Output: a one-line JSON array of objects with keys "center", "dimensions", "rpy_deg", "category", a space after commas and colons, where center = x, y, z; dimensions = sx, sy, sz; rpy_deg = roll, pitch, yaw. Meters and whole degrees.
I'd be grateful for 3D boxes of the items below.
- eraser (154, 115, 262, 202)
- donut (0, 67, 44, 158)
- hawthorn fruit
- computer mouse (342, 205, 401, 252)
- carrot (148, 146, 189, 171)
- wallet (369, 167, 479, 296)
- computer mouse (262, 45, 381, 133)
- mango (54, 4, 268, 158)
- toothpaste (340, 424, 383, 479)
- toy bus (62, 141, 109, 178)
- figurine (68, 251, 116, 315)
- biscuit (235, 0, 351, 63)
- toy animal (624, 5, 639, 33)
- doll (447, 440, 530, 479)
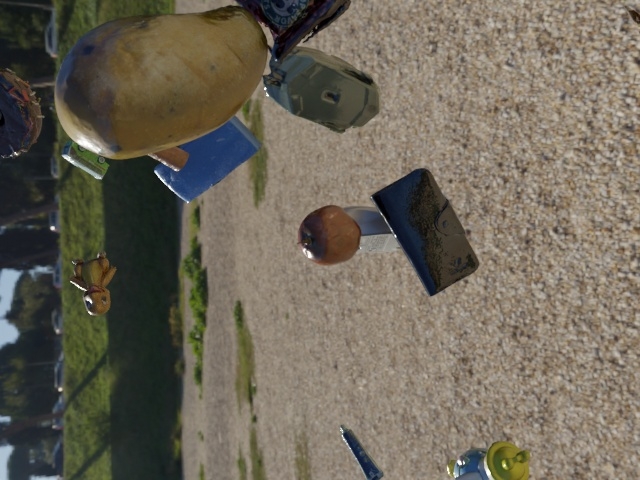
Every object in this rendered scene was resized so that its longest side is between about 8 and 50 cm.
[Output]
[{"center": [-0.324, -0.232, 1.592], "dimensions": [0.311, 0.144, 0.043], "rpy_deg": [-30, 28, 28], "category": "eraser"}, {"center": [-0.908, -0.367, 1.588], "dimensions": [0.103, 0.269, 0.270], "rpy_deg": [-66, -11, -57], "category": "donut"}, {"center": [0.001, -0.008, 1.332], "dimensions": [0.149, 0.189, 0.149], "rpy_deg": [35, 129, 58], "category": "hawthorn fruit"}, {"center": [0.128, -0.037, 1.655], "dimensions": [0.184, 0.296, 0.121], "rpy_deg": [88, 176, -66], "category": "computer mouse"}, {"center": [-0.432, -0.238, 1.372], "dimensions": [0.057, 0.224, 0.057], "rpy_deg": [-29, 49, 39], "category": "carrot"}, {"center": [0.280, -0.022, 1.465], "dimensions": [0.318, 0.172, 0.045], "rpy_deg": [60, -174, -7], "category": "wallet"}, {"center": [0.010, -0.518, 1.909], "dimensions": [0.228, 0.429, 0.145], "rpy_deg": [-61, 28, 31], "category": "computer mouse"}, {"center": [-0.206, -0.225, 0.787], "dimensions": [0.175, 0.329, 0.177], "rpy_deg": [14, 122, 41], "category": "mango"}, {"center": [0.118, 0.649, 1.721], "dimensions": [0.197, 0.057, 0.035], "rpy_deg": [52, -174, 29], "category": "toothpaste"}, {"center": [-0.438, -0.151, 1.046], "dimensions": [0.031, 0.083, 0.037], "rpy_deg": [7, 69, 41], "category": "toy bus"}, {"center": [-0.591, 0.129, 1.483], "dimensions": [0.122, 0.121, 0.176], "rpy_deg": [92, 160, -48], "category": "figurine"}, {"center": [-0.082, -0.406, 0.882], "dimensions": [0.151, 0.235, 0.063], "rpy_deg": [-41, 5, 22], "category": "biscuit"}, {"center": [0.534, -0.352, 0.779], "dimensions": [0.179, 0.188, 0.089], "rpy_deg": [-44, 58, 41], "category": "toy animal"}, {"center": [0.360, 0.484, 1.192], "dimensions": [0.241, 0.135, 0.099], "rpy_deg": [118, 165, -57], "category": "doll"}]
